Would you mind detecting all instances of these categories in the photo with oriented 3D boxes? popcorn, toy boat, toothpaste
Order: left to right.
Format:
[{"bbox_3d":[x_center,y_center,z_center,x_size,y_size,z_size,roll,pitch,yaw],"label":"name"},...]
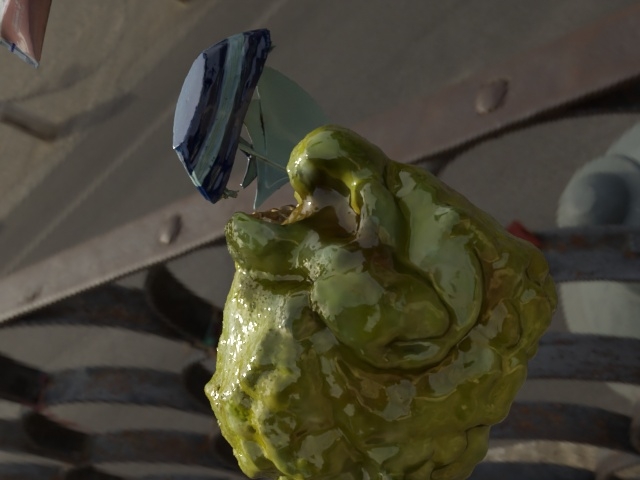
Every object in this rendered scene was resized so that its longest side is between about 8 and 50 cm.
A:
[{"bbox_3d":[-0.286,-0.255,1.211,0.043,0.067,0.194,-56,-1,-45],"label":"toothpaste"},{"bbox_3d":[-0.063,-0.112,1.503,0.070,0.292,0.210,7,54,54],"label":"toy boat"},{"bbox_3d":[0.033,0.070,0.886,0.250,0.241,0.235,-62,-7,-18],"label":"popcorn"}]

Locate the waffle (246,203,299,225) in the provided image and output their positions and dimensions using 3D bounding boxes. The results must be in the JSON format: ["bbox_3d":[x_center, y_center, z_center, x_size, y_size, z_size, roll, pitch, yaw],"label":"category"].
[{"bbox_3d":[0.003,0.002,1.306,0.191,0.191,0.038,41,124,51],"label":"waffle"}]
